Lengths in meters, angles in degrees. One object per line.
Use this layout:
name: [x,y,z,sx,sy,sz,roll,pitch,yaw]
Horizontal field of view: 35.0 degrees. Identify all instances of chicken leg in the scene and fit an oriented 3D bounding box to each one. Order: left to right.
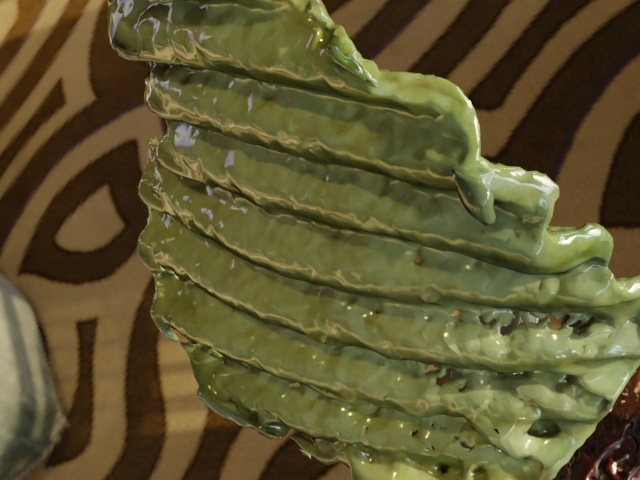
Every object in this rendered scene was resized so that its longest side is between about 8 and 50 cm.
chicken leg: [0.219,0.199,0.857,0.177,0.083,0.322,36,97,39]

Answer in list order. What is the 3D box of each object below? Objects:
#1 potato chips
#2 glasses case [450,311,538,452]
potato chips: [0.006,0.005,0.623,0.389,0.373,0.097,30,53,21]
glasses case: [0.153,0.107,0.892,0.072,0.042,0.191,-5,68,52]
